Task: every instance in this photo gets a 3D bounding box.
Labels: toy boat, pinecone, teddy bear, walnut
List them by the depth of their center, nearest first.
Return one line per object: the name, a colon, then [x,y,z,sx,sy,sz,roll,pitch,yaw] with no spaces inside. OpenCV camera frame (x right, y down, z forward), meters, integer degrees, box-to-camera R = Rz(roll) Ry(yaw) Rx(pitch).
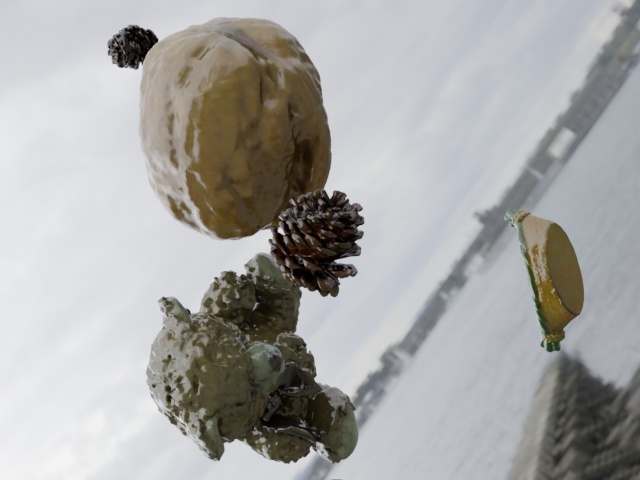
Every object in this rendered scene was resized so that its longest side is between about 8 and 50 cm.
pinecone: [-0.003,0.001,1.252,0.102,0.102,0.109,-48,-17,-43]
walnut: [-0.101,-0.122,1.428,0.224,0.257,0.257,-47,-10,-50]
teddy bear: [-0.093,0.148,1.433,0.156,0.267,0.256,-28,-16,18]
toy boat: [0.333,0.057,1.873,0.089,0.229,0.088,-21,6,-38]
pinecone: [-0.294,-0.301,1.982,0.083,0.077,0.077,-33,-16,-27]

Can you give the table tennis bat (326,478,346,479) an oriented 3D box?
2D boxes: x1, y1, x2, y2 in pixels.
table tennis bat: [-0.008,0.353,1.342,0.234,0.131,0.022,-42,0,-36]
